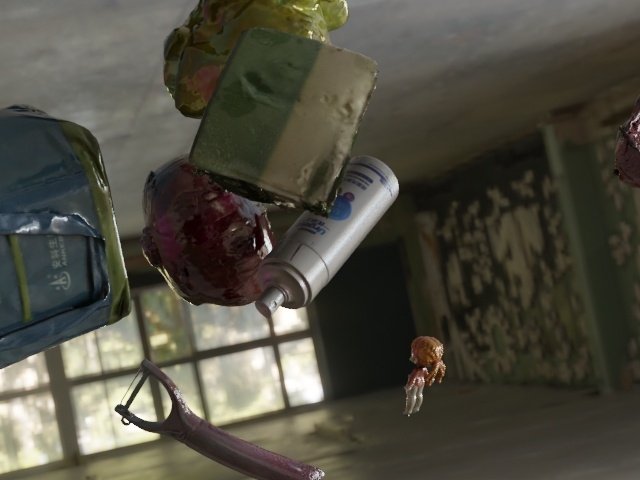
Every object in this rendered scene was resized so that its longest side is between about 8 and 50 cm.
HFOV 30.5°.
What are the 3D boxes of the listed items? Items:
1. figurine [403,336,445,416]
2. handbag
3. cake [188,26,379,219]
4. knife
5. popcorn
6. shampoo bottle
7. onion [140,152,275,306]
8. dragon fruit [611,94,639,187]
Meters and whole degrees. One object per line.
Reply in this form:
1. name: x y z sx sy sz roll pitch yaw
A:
1. figurine: 0.133 0.178 1.522 0.047 0.109 0.064 23 -161 33
2. handbag: -0.351 0.004 1.215 0.241 0.263 0.222 -25 -144 -31
3. cake: -0.032 -0.121 1.297 0.158 0.172 0.283 19 176 3
4. knife: -0.127 0.259 1.484 0.123 0.278 0.053 -55 -172 43
5. popcorn: -0.073 -0.246 1.452 0.276 0.276 0.225 -15 163 37
6. shampoo bottle: 0.000 0.000 1.629 0.092 0.092 0.303 -16 -155 47
7. onion: -0.169 -0.013 1.717 0.190 0.246 0.246 -26 180 -15
8. dragon fruit: 0.501 -0.139 1.826 0.102 0.147 0.096 -54 -165 -26
